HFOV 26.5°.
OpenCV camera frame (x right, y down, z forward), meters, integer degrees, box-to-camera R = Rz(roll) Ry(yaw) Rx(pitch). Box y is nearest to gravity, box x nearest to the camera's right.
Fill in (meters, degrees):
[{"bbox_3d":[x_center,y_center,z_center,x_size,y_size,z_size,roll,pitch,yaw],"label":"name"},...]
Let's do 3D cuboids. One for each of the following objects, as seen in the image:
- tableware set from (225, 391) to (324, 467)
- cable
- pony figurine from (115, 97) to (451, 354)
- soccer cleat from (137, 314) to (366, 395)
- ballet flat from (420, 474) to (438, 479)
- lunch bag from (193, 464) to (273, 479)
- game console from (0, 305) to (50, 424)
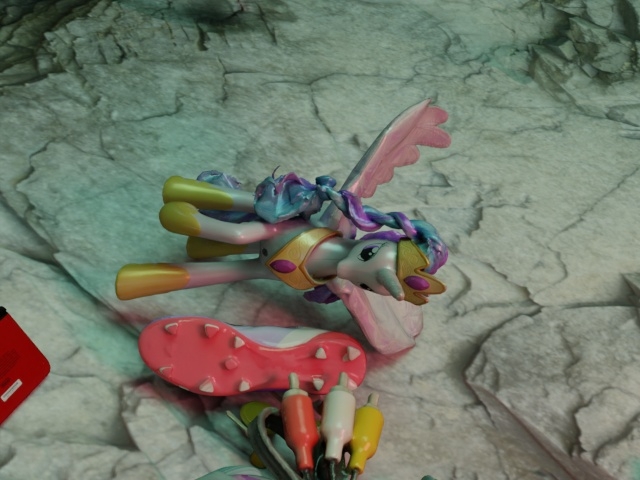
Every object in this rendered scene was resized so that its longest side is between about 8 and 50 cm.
[{"bbox_3d":[-0.024,0.199,1.442,0.104,0.024,0.154,41,35,23],"label":"tableware set"},{"bbox_3d":[0.005,0.243,1.316,0.139,0.072,0.287,13,37,-16],"label":"cable"},{"bbox_3d":[0.000,0.000,1.540,0.363,0.303,0.351,5,15,19],"label":"pony figurine"},{"bbox_3d":[-0.072,0.122,1.450,0.248,0.083,0.095,5,5,-11],"label":"soccer cleat"},{"bbox_3d":[0.117,0.305,1.327,0.070,0.070,0.188,4,32,-27],"label":"ballet flat"},{"bbox_3d":[-0.114,0.310,1.026,0.108,0.224,0.279,20,26,36],"label":"lunch bag"},{"bbox_3d":[-0.360,0.131,1.345,0.124,0.085,0.144,52,31,-10],"label":"game console"}]
